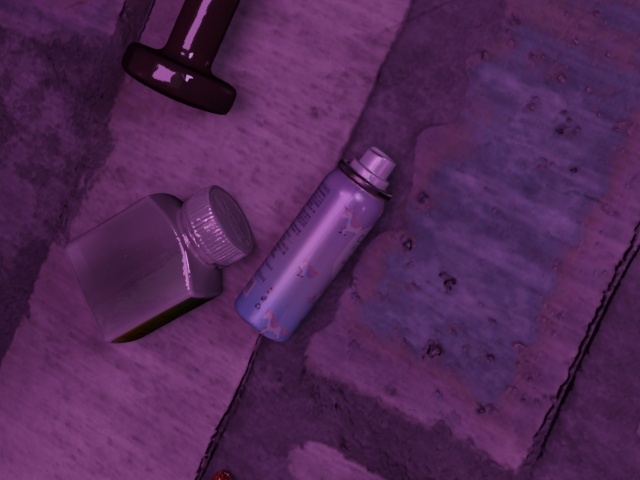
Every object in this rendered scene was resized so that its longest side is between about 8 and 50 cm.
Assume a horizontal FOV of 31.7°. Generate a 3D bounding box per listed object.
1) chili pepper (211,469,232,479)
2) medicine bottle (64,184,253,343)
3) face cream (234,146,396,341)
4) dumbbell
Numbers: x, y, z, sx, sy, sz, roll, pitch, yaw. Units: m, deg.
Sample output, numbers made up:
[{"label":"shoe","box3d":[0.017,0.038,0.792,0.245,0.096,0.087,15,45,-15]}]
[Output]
[{"label":"chili pepper","box3d":[-0.137,0.391,1.258,0.071,0.063,0.272,18,92,8]},{"label":"medicine bottle","box3d":[-0.176,0.019,1.268,0.188,0.088,0.132,-28,79,18]},{"label":"face cream","box3d":[0.000,0.000,1.209,0.075,0.075,0.229,40,103,17]},{"label":"dumbbell","box3d":[-0.119,-0.259,1.229,0.124,0.140,0.225,22,99,-23]}]
